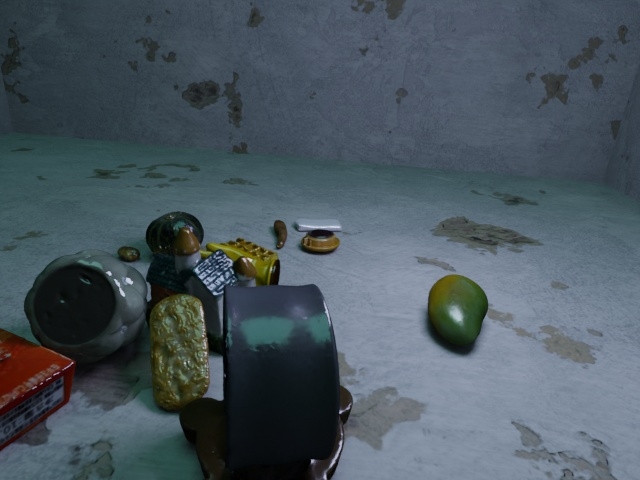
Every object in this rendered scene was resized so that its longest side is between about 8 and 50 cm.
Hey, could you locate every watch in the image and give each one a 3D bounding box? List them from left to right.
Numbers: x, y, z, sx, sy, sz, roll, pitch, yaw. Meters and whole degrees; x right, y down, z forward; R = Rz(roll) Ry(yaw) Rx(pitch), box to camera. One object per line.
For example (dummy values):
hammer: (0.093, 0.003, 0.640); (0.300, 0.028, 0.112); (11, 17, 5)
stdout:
watch: (-0.070, 0.239, 0.701); (0.314, 0.326, 0.335); (-1, 24, -12)

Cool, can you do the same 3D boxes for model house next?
model house: (-0.279, 0.090, 1.085); (0.272, 0.300, 0.190); (14, 32, 22)

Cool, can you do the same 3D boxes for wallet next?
wallet: (-0.010, -0.064, 1.819); (0.190, 0.033, 0.095); (1, 21, -9)

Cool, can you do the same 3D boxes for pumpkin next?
pumpkin: (-0.475, -0.016, 1.477); (0.190, 0.146, 0.190); (-19, 18, 6)

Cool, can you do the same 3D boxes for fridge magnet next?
fridge magnet: (0.000, 0.000, 1.628); (0.143, 0.063, 0.143); (0, 23, 0)

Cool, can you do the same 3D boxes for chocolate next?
chocolate: (-0.612, 0.279, 0.804); (0.235, 0.107, 0.237); (12, 23, 20)

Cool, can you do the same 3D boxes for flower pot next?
flower pot: (-0.501, 0.142, 0.984); (0.246, 0.246, 0.195); (0, -9, -9)

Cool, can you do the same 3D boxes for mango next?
mango: (0.360, 0.185, 1.197); (0.157, 0.114, 0.251); (20, 38, 11)

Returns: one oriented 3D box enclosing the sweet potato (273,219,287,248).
sweet potato: (-0.148, -0.025, 1.690); (0.050, 0.050, 0.214); (0, 26, -9)

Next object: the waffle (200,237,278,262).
waffle: (-0.287, 0.062, 1.438); (0.229, 0.057, 0.219); (19, 27, 33)

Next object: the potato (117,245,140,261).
potato: (-0.618, 0.041, 1.454); (0.083, 0.040, 0.051); (16, 20, 24)

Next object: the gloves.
gloves: (-0.270, 0.094, 1.277); (0.295, 0.116, 0.133); (8, 56, 5)

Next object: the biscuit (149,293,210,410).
biscuit: (-0.291, 0.220, 0.926); (0.119, 0.029, 0.247); (-16, 58, 0)
